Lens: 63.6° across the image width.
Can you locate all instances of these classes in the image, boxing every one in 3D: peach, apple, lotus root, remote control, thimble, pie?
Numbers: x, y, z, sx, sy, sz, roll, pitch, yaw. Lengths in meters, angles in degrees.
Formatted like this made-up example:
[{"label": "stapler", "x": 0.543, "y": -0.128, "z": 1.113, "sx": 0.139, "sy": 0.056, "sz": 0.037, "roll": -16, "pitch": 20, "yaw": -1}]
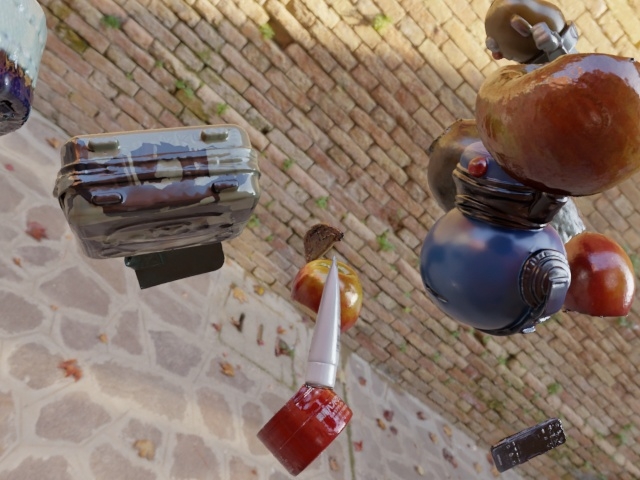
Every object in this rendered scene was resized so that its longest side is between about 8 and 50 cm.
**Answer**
[{"label": "peach", "x": 0.013, "y": 0.146, "z": 1.286, "sx": 0.190, "sy": 0.193, "sz": 0.190, "roll": 15, "pitch": 18, "yaw": -5}, {"label": "apple", "x": 0.276, "y": -0.136, "z": 0.591, "sx": 0.173, "sy": 0.160, "sz": 0.195, "roll": 27, "pitch": -5, "yaw": -28}, {"label": "lotus root", "x": 0.388, "y": -0.111, "z": 1.134, "sx": 0.346, "sy": 0.250, "sz": 0.250, "roll": 49, "pitch": 20, "yaw": 4}, {"label": "remote control", "x": 0.253, "y": 0.249, "z": 0.632, "sx": 0.014, "sy": 0.096, "sz": 0.039, "roll": -140, "pitch": -150, "yaw": -80}, {"label": "thimble", "x": -0.425, "y": -0.217, "z": 0.567, "sx": 0.237, "sy": 0.237, "sz": 0.150, "roll": 25, "pitch": 66, "yaw": -46}, {"label": "pie", "x": -0.002, "y": -0.001, "z": 1.431, "sx": 0.033, "sy": 0.191, "sz": 0.088, "roll": -27, "pitch": 77, "yaw": -45}, {"label": "peach", "x": 0.646, "y": 0.099, "z": 1.232, "sx": 0.189, "sy": 0.196, "sz": 0.226, "roll": 26, "pitch": 49, "yaw": -28}]

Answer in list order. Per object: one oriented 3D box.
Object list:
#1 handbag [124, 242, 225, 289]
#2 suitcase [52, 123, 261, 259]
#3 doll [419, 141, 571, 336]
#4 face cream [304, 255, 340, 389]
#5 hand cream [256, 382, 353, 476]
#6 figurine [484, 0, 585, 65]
[{"label": "handbag", "x": -0.377, "y": -0.051, "z": 1.240, "sx": 0.089, "sy": 0.238, "sz": 0.327, "roll": -117, "pitch": -164, "yaw": -57}, {"label": "suitcase", "x": -0.306, "y": -0.084, "z": 0.992, "sx": 0.351, "sy": 0.339, "sz": 0.194, "roll": -9, "pitch": 74, "yaw": -20}, {"label": "doll", "x": 0.290, "y": 0.002, "z": 0.852, "sx": 0.239, "sy": 0.310, "sz": 0.284, "roll": -7, "pitch": 24, "yaw": -24}, {"label": "face cream", "x": 0.014, "y": 0.157, "z": 0.984, "sx": 0.092, "sy": 0.058, "sz": 0.244, "roll": 78, "pitch": 19, "yaw": -67}, {"label": "hand cream", "x": -0.032, "y": 0.400, "z": 1.123, "sx": 0.125, "sy": 0.193, "sz": 0.193, "roll": 44, "pitch": 20, "yaw": 10}, {"label": "figurine", "x": 0.505, "y": -0.459, "z": 1.210, "sx": 0.285, "sy": 0.167, "sz": 0.342, "roll": 43, "pitch": 3, "yaw": -14}]
